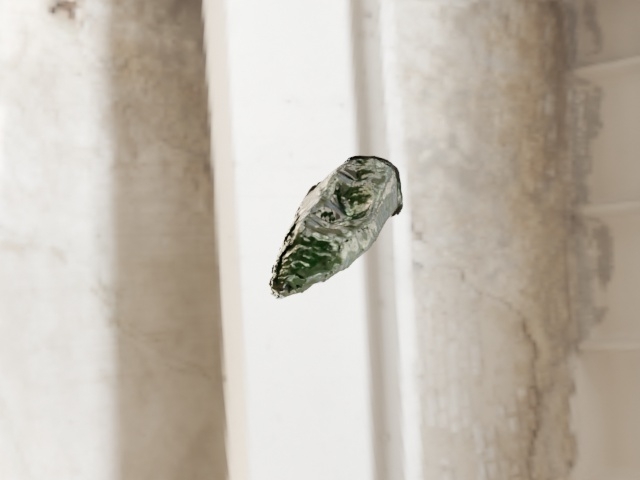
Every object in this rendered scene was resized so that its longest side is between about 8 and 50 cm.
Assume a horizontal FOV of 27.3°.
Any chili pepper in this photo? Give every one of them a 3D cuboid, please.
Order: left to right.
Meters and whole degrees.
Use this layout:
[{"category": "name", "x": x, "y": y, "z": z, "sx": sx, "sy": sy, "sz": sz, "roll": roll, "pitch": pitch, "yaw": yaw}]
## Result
[{"category": "chili pepper", "x": 0.000, "y": 0.000, "z": 0.919, "sx": 0.088, "sy": 0.227, "sz": 0.059, "roll": -36, "pitch": -85, "yaw": 21}]
